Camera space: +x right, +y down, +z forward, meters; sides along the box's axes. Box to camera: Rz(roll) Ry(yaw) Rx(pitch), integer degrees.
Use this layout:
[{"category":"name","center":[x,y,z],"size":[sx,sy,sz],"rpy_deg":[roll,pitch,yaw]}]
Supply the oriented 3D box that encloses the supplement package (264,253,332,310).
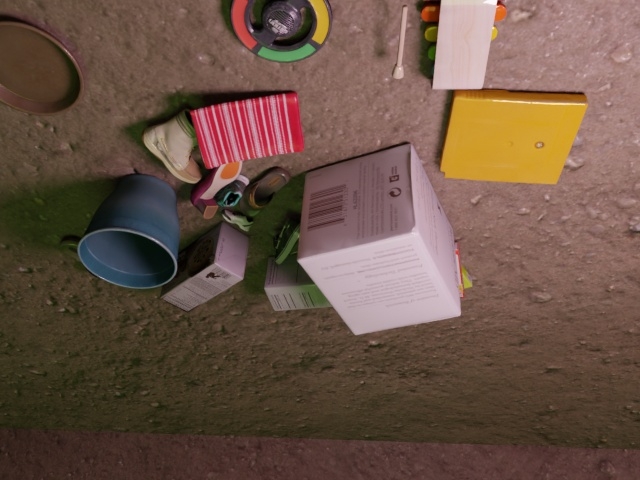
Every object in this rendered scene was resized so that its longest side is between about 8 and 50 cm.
[{"category":"supplement package","center":[-0.045,0.132,2.181],"size":[0.244,0.139,0.134],"rpy_deg":[-5,139,13]}]

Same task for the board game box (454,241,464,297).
[{"category":"board game box","center":[0.377,0.099,2.129],"size":[0.147,0.045,0.193],"rpy_deg":[-4,123,16]}]

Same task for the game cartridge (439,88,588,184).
[{"category":"game cartridge","center":[0.484,-0.265,1.721],"size":[0.324,0.052,0.285],"rpy_deg":[5,141,3]}]

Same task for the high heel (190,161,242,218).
[{"category":"high heel","center":[-0.301,-0.187,1.890],"size":[0.082,0.117,0.244],"rpy_deg":[-5,134,-40]}]

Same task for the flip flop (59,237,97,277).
[{"category":"flip flop","center":[-0.742,0.081,2.225],"size":[0.277,0.080,0.112],"rpy_deg":[32,133,-30]}]

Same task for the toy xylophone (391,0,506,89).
[{"category":"toy xylophone","center":[0.283,-0.455,1.472],"size":[0.236,0.081,0.322],"rpy_deg":[6,141,-2]}]

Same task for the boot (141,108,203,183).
[{"category":"boot","center":[-0.350,-0.250,1.789],"size":[0.165,0.077,0.213],"rpy_deg":[-22,134,25]}]

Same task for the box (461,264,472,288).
[{"category":"box","center":[0.401,0.135,2.219],"size":[0.178,0.042,0.109],"rpy_deg":[-20,134,27]}]

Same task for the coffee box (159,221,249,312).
[{"category":"coffee box","center":[-0.371,0.090,2.135],"size":[0.119,0.168,0.297],"rpy_deg":[33,133,-31]}]

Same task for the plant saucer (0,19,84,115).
[{"category":"plant saucer","center":[-0.717,-0.423,1.634],"size":[0.278,0.041,0.278],"rpy_deg":[2,140,2]}]

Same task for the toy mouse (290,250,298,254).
[{"category":"toy mouse","center":[0.000,0.000,2.096],"size":[0.161,0.031,0.143],"rpy_deg":[11,134,-13]}]

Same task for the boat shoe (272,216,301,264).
[{"category":"boat shoe","center":[-0.110,-0.002,2.080],"size":[0.070,0.077,0.219],"rpy_deg":[35,141,0]}]

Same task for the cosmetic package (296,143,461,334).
[{"category":"cosmetic package","center":[0.171,0.008,1.857],"size":[0.328,0.329,0.393],"rpy_deg":[-14,138,20]}]

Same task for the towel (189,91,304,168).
[{"category":"towel","center":[-0.182,-0.281,1.717],"size":[0.275,0.031,0.198],"rpy_deg":[-11,140,-6]}]

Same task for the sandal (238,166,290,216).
[{"category":"sandal","center":[-0.166,-0.130,1.929],"size":[0.090,0.060,0.219],"rpy_deg":[31,134,-29]}]

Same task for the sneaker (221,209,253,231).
[{"category":"sneaker","center":[-0.253,-0.071,2.035],"size":[0.109,0.040,0.044],"rpy_deg":[28,119,-32]}]

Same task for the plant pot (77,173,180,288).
[{"category":"plant pot","center":[-0.523,-0.042,1.915],"size":[0.272,0.255,0.271],"rpy_deg":[3,141,2]}]

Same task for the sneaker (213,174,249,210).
[{"category":"sneaker","center":[-0.273,-0.124,1.933],"size":[0.065,0.076,0.166],"rpy_deg":[29,135,-26]}]

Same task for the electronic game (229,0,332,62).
[{"category":"electronic game","center":[-0.088,-0.494,1.484],"size":[0.229,0.048,0.229],"rpy_deg":[2,141,2]}]
